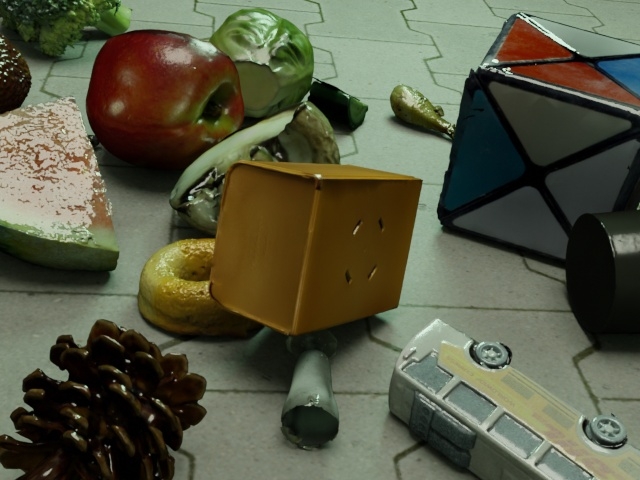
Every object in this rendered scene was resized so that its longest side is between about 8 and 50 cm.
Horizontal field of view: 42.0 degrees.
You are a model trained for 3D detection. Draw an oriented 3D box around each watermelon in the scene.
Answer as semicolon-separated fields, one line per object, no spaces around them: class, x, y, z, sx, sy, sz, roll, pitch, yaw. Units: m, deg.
watermelon;-0.409;-0.075;1.187;0.310;0.193;0.232;12;35;5

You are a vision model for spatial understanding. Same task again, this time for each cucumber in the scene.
cucumber;0.029;-0.275;1.691;0.115;0.062;0.116;23;9;21

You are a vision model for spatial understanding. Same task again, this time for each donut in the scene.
donut;-0.158;0.057;1.151;0.190;0.075;0.174;8;34;0

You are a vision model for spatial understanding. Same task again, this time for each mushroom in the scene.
mushroom;-0.089;-0.088;1.309;0.267;0.164;0.189;-41;21;-8

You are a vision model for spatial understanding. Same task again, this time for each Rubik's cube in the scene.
Rubik's cube;0.390;-0.164;1.397;0.306;0.310;0.305;17;37;12

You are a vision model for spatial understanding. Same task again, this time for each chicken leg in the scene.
chicken leg;0.221;-0.262;1.723;0.178;0.070;0.093;36;36;24

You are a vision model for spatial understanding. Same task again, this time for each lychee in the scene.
lychee;-0.617;-0.291;1.486;0.194;0.195;0.194;6;34;-4

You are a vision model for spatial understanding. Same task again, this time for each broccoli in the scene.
broccoli;-0.581;-0.524;1.821;0.375;0.302;0.249;-3;47;36

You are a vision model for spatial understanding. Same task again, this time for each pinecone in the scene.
pinecone;-0.228;0.196;0.844;0.185;0.169;0.212;-12;38;26

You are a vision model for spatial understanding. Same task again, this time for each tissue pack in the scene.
tissue pack;0.000;0.000;1.088;0.145;0.195;0.274;14;10;31

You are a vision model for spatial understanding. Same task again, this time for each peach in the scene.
peach;-0.283;-0.239;1.421;0.274;0.249;0.245;17;54;32

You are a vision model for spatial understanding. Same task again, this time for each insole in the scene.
insole;0.029;-0.312;1.705;0.080;0.003;0.232;26;8;15

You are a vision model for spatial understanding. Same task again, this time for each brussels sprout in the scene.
brussels sprout;-0.122;-0.345;1.654;0.243;0.244;0.244;6;34;-4

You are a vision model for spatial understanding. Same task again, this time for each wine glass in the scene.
wine glass;-0.010;0.173;1.014;0.072;0.072;0.155;6;33;-3

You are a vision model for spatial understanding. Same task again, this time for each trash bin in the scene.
trash bin;0.547;0.041;1.205;0.333;0.214;0.214;-2;34;-7

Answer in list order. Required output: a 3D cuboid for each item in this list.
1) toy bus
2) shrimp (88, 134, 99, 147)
toy bus;0.232;0.228;0.964;0.342;0.097;0.138;33;48;30
shrimp;-0.439;-0.170;1.476;0.092;0.029;0.038;-4;43;-8
